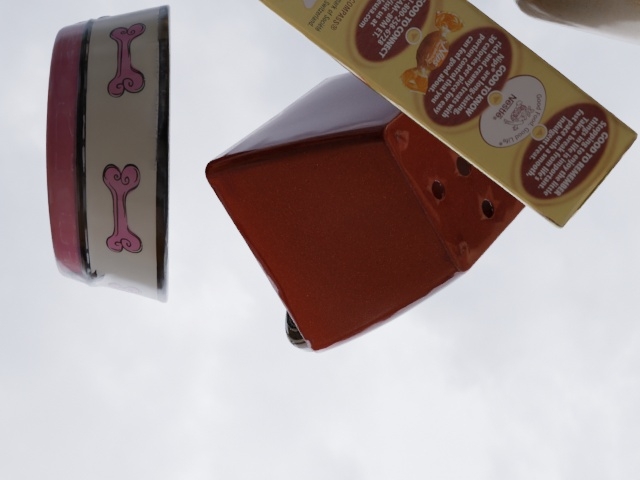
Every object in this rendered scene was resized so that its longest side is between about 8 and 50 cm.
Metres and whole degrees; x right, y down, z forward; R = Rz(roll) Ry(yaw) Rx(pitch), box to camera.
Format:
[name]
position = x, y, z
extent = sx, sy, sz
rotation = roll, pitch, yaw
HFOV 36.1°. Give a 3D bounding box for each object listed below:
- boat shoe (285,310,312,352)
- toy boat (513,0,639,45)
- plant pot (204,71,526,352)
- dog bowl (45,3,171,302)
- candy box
[boat shoe]
position = 0.003, 0.001, 1.365
extent = 0.113, 0.105, 0.306
rotation = 22, -90, 46
[toy boat]
position = 0.245, -0.258, 0.810
extent = 0.151, 0.151, 0.231
rotation = 15, -146, 7
[plant pot]
position = 0.081, -0.058, 1.143
extent = 0.236, 0.267, 0.267
rotation = -15, -160, 47
[dog bowl]
position = -0.280, -0.118, 1.346
extent = 0.150, 0.408, 0.408
rotation = 1, -120, -9
[candy box]
position = 0.061, -0.149, 0.712
extent = 0.316, 0.183, 0.087
rotation = 37, -78, -6
